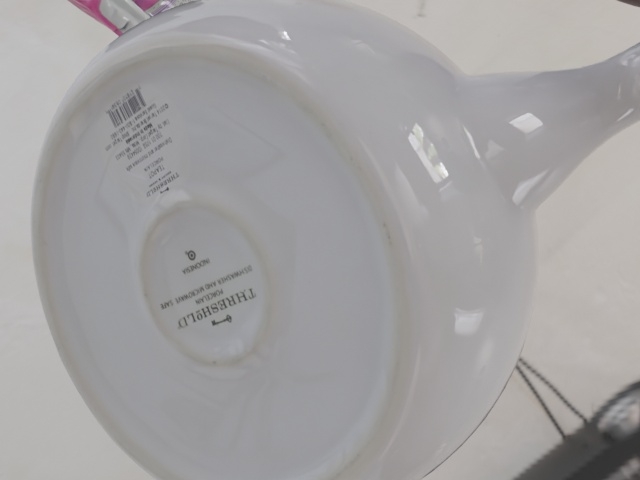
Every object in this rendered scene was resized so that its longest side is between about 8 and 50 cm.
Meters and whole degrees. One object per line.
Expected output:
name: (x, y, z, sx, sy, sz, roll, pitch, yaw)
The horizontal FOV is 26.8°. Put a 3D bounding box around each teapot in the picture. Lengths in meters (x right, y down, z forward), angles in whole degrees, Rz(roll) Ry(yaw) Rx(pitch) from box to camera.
teapot: (0.000, 0.000, 0.635, 0.256, 0.187, 0.253, 25, -64, 28)

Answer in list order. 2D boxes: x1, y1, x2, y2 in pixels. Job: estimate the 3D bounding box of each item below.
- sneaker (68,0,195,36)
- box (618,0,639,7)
sneaker: (-0.119, -0.184, 0.747, 0.103, 0.252, 0.111, 36, -86, 31)
box: (0.240, -0.194, 0.612, 0.203, 0.167, 0.169, 17, -105, 3)
